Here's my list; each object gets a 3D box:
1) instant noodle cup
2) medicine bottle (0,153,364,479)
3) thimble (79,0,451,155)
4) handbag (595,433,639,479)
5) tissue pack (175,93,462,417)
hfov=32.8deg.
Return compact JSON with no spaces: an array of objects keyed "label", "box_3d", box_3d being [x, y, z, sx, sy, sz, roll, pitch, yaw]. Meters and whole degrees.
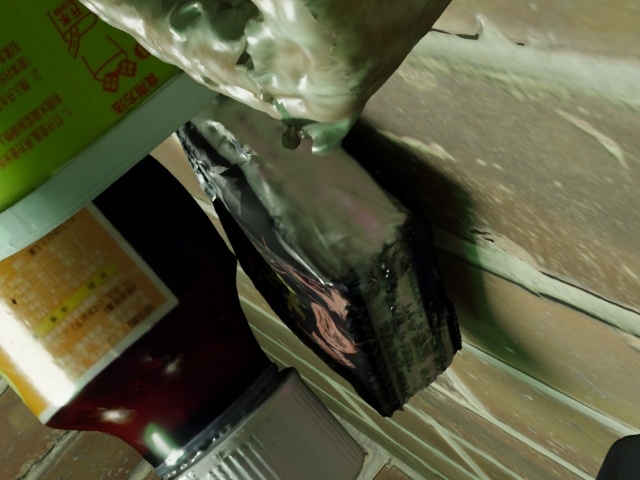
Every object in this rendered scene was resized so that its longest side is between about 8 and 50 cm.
[{"label":"instant noodle cup","box_3d":[-0.245,-0.186,0.734,0.308,0.294,0.294,55,165,-24]},{"label":"medicine bottle","box_3d":[-0.141,0.106,0.977,0.395,0.242,0.242,48,170,4]},{"label":"thimble","box_3d":[-0.037,-0.150,0.379,0.229,0.148,0.196,33,166,31]},{"label":"handbag","box_3d":[0.284,0.328,0.793,0.302,0.275,0.178,47,148,-21]},{"label":"tissue pack","box_3d":[0.000,0.000,0.934,0.245,0.123,0.332,46,169,26]}]
